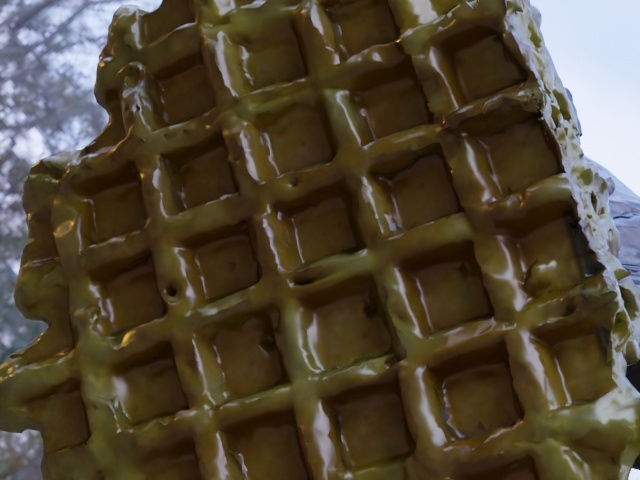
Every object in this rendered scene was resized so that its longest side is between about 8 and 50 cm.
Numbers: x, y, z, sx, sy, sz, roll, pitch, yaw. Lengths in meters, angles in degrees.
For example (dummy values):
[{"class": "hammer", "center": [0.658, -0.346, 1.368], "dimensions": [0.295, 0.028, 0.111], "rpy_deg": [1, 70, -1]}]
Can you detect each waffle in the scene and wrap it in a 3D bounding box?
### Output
[{"class": "waffle", "center": [0.001, 0.001, 0.495], "dimensions": [0.307, 0.311, 0.060], "rpy_deg": [15, -10, 22]}]

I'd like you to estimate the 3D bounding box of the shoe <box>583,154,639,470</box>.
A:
[{"class": "shoe", "center": [0.231, 0.045, 0.907], "dimensions": [0.384, 0.237, 0.171], "rpy_deg": [13, -59, 7]}]
